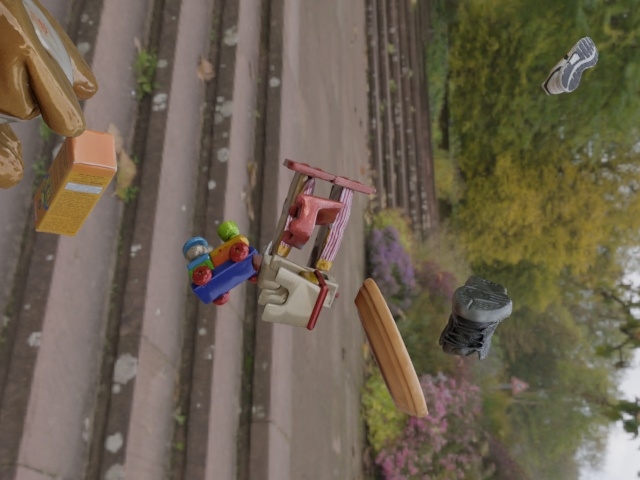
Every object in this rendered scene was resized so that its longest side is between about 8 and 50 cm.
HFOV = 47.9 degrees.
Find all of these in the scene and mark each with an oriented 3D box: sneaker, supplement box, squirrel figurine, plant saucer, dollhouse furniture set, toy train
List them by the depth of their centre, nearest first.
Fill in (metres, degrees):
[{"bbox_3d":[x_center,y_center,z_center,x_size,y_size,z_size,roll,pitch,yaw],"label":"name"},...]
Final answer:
[{"bbox_3d":[0.330,-0.232,0.955,0.109,0.044,0.040,-45,108,-28],"label":"sneaker"},{"bbox_3d":[0.090,0.149,0.981,0.200,0.037,0.200,158,-90,-88],"label":"plant saucer"},{"bbox_3d":[-0.561,-0.235,0.985,0.397,0.370,0.281,61,1,-34],"label":"squirrel figurine"},{"bbox_3d":[0.233,0.131,1.097,0.227,0.087,0.130,-15,121,-77],"label":"sneaker"},{"bbox_3d":[0.000,0.000,1.121,0.374,0.152,0.201,-126,-126,-77],"label":"dollhouse furniture set"},{"bbox_3d":[-0.431,-0.097,1.257,0.233,0.080,0.078,-43,-129,45],"label":"supplement box"},{"bbox_3d":[-0.167,0.011,1.496,0.143,0.248,0.105,56,-1,39],"label":"toy train"}]
